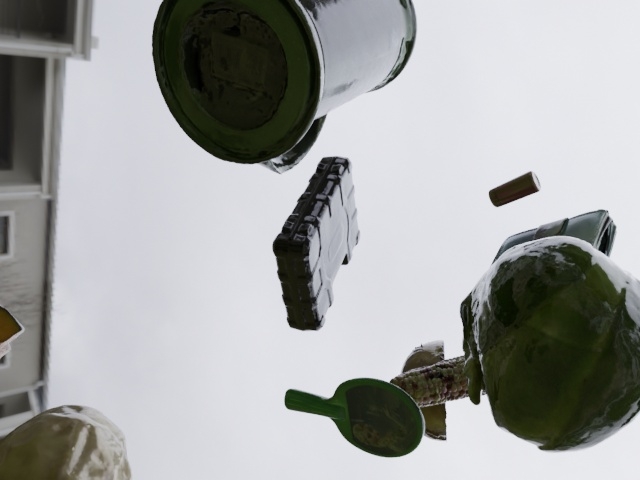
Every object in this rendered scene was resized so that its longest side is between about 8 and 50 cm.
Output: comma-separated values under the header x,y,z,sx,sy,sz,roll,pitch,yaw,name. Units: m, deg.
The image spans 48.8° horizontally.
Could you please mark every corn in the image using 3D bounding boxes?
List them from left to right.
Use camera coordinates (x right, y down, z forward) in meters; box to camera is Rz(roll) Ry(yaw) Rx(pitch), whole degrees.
x,y,z,sx,sy,sz,roll,pitch,yaw,name
0.279,0.285,1.458,0.092,0.280,0.092,170,-90,-79,corn

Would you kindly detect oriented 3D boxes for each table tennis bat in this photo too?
x,y,z,sx,sy,sz,roll,pitch,yaw,name
0.054,0.295,1.207,0.257,0.039,0.160,7,-62,25,table tennis bat

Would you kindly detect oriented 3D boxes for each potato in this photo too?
x,y,z,sx,sy,sz,roll,pitch,yaw,name
0.253,0.364,1.708,0.116,0.299,0.239,-5,-85,11,potato

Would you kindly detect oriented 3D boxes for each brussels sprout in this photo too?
x,y,z,sx,sy,sz,roll,pitch,yaw,name
0.394,0.152,1.163,0.371,0.276,0.315,-96,-157,-65,brussels sprout

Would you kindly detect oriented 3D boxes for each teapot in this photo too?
x,y,z,sx,sy,sz,roll,pitch,yaw,name
-0.020,-0.212,0.854,0.200,0.337,0.270,22,-58,19,teapot

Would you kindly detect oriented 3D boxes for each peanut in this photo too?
x,y,z,sx,sy,sz,roll,pitch,yaw,name
-0.205,0.186,0.555,0.257,0.123,0.123,-45,-118,61,peanut

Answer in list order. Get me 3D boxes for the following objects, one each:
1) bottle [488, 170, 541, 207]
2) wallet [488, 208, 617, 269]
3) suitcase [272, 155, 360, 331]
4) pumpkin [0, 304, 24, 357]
x,y,z,sx,sy,sz,roll,pitch,yaw,name
0.383,-0.099,1.395,0.096,0.045,0.045,-26,-104,32,bottle
0.468,0.032,1.440,0.250,0.176,0.075,-21,-66,47,wallet
0.001,0.000,1.262,0.066,0.285,0.206,5,-50,18,suitcase
-0.539,0.152,0.945,0.149,0.254,0.130,51,-15,-6,pumpkin
